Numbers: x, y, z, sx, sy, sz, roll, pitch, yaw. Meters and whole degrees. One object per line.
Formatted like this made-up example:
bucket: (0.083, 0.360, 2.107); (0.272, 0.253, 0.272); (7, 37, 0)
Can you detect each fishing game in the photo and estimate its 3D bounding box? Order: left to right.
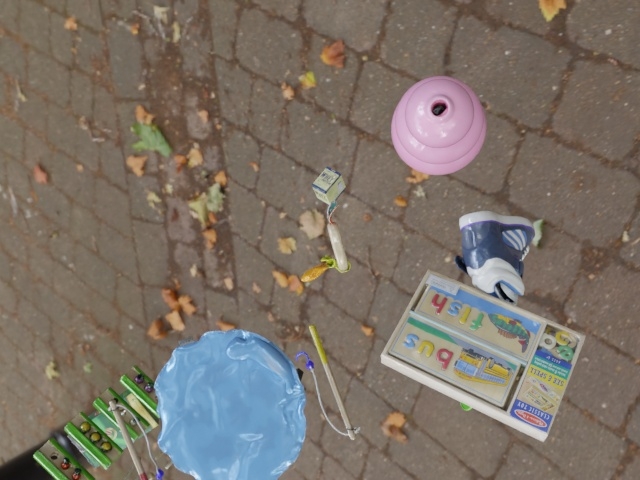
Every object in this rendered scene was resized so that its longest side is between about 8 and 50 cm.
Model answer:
fishing game: (-0.104, 0.192, 0.747); (0.264, 0.041, 0.189); (-25, 88, 6)

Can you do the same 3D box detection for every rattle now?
rattle: (0.000, 0.000, 1.713); (0.142, 0.130, 0.200); (-6, 134, 14)

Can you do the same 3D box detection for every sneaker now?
sneaker: (0.477, 0.060, 1.688); (0.130, 0.322, 0.237); (-22, 69, 38)

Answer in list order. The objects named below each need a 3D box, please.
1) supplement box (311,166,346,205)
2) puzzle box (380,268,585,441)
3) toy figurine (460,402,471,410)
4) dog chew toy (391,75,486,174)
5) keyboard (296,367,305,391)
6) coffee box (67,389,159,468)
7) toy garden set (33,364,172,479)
supplement box: (0.027, -0.169, 2.035); (0.056, 0.083, 0.083); (31, 163, 28)
puzzle box: (0.381, 0.259, 1.542); (0.408, 0.272, 0.052); (23, 152, 19)
toy figurine: (0.492, 0.405, 1.847); (0.130, 0.159, 0.173); (-175, 97, -71)
dog chew toy: (0.243, -0.244, 1.343); (0.206, 0.332, 0.207); (0, 92, 10)
keyboard: (-0.082, 0.358, 1.476); (0.108, 0.180, 0.023); (-21, 115, 23)
coffee box: (-0.496, 0.449, 1.564); (0.113, 0.184, 0.040); (59, 174, -17)
toy garden set: (-0.351, 0.368, 1.188); (0.203, 0.244, 0.049); (41, 138, 5)
